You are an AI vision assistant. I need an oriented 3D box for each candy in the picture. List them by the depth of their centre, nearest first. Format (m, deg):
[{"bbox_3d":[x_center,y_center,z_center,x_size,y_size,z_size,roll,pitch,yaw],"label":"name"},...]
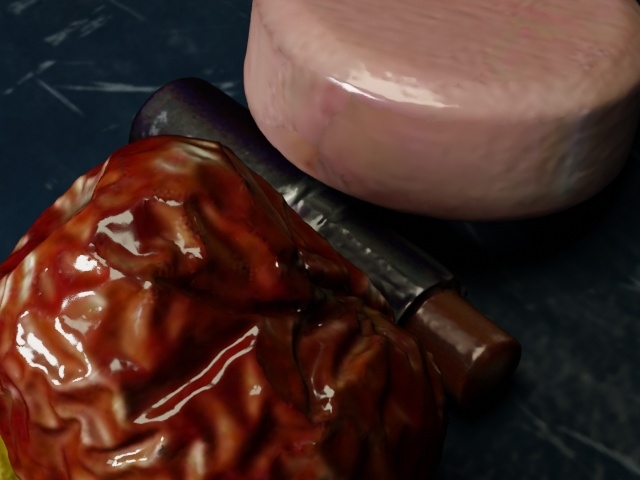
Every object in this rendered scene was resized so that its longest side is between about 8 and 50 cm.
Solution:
[{"bbox_3d":[0.079,-0.112,1.104,0.255,0.094,0.255,5,36,-4],"label":"candy"}]

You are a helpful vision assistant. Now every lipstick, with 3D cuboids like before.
[{"bbox_3d":[0.000,0.000,1.082,0.081,0.081,0.299,-40,55,-19],"label":"lipstick"}]

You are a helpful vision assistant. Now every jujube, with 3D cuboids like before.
[{"bbox_3d":[-0.058,0.073,0.916,0.213,0.232,0.213,-44,15,15],"label":"jujube"}]

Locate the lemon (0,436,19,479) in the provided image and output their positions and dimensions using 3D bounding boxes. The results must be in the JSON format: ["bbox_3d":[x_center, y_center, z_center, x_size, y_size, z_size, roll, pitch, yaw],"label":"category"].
[{"bbox_3d":[-0.235,0.124,0.982,0.170,0.170,0.207,-40,54,-19],"label":"lemon"}]
